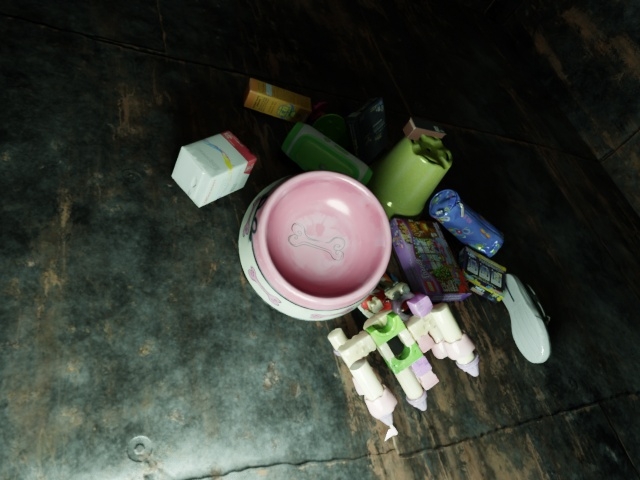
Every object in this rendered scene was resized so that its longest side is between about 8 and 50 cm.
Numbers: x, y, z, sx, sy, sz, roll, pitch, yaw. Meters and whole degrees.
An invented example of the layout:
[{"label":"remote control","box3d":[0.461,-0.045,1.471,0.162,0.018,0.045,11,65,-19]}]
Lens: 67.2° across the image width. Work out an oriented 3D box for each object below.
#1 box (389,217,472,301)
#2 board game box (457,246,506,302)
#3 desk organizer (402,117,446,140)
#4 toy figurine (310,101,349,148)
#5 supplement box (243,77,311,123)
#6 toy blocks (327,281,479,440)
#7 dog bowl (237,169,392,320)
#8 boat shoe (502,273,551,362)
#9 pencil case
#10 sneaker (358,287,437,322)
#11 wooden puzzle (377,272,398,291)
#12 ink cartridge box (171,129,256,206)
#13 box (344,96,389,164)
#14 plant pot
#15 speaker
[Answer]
[{"label":"box","box3d":[0.355,0.062,1.589,0.201,0.057,0.293,2,55,-31]},{"label":"board game box","box3d":[0.553,0.117,1.664,0.170,0.048,0.141,28,47,-4]},{"label":"desk organizer","box3d":[0.334,-0.352,1.553,0.130,0.050,0.047,4,54,-30]},{"label":"toy figurine","box3d":[0.028,-0.434,1.760,0.173,0.130,0.159,30,31,-40]},{"label":"supplement box","box3d":[-0.150,-0.488,1.701,0.234,0.078,0.080,11,51,-24]},{"label":"toy blocks","box3d":[0.207,0.299,1.181,0.289,0.309,0.260,-33,102,-9]},{"label":"dog bowl","box3d":[0.000,0.000,1.234,0.408,0.150,0.407,3,79,-14]},{"label":"boat shoe","box3d":[0.709,0.252,1.613,0.119,0.121,0.335,12,48,-19]},{"label":"pencil case","box3d":[0.516,-0.057,1.689,0.306,0.133,0.119,36,74,-24]},{"label":"sneaker","box3d":[0.230,0.179,1.374,0.279,0.118,0.107,19,47,-18]},{"label":"wooden puzzle","box3d":[0.188,0.121,1.469,0.078,0.014,0.116,49,45,11]},{"label":"ink cartridge box","box3d":[-0.297,-0.202,1.343,0.127,0.128,0.176,46,45,9]},{"label":"box","box3d":[0.177,-0.405,1.777,0.059,0.183,0.232,6,34,31]},{"label":"plant pot","box3d":[0.307,-0.234,1.658,0.276,0.254,0.276,17,48,-20]},{"label":"speaker","box3d":[0.021,-0.263,1.588,0.297,0.131,0.131,34,45,-4]}]
